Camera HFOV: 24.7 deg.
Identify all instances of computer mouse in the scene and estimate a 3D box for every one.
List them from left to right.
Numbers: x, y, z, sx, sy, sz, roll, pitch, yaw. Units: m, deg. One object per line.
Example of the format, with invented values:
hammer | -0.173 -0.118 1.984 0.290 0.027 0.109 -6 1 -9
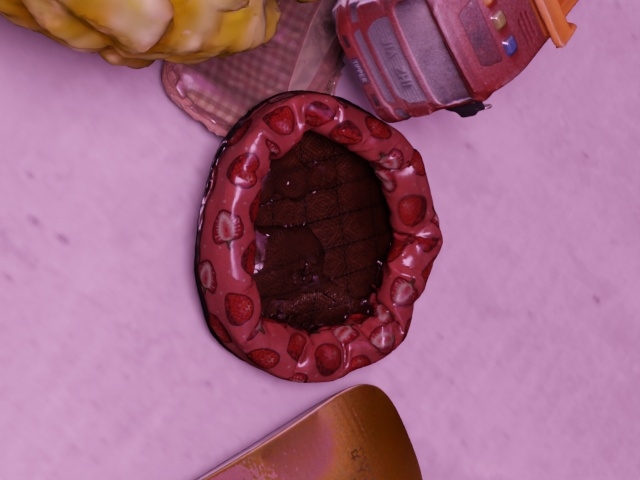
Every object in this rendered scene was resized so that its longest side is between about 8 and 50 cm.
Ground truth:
computer mouse | -0.026 0.189 0.963 0.245 0.056 0.126 -27 103 -30

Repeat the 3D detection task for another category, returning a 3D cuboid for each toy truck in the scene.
toy truck | 0.123 -0.190 1.004 0.270 0.135 0.114 -50 120 -40

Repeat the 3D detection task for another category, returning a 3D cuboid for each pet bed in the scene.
pet bed | 0.000 0.000 0.975 0.201 0.053 0.201 -10 107 -36

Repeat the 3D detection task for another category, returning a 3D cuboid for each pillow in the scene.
pillow | -0.025 -0.161 0.988 0.135 0.034 0.211 26 76 -33

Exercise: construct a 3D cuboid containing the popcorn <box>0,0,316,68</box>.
popcorn | -0.084 -0.237 0.809 0.335 0.274 0.279 -4 93 -34
